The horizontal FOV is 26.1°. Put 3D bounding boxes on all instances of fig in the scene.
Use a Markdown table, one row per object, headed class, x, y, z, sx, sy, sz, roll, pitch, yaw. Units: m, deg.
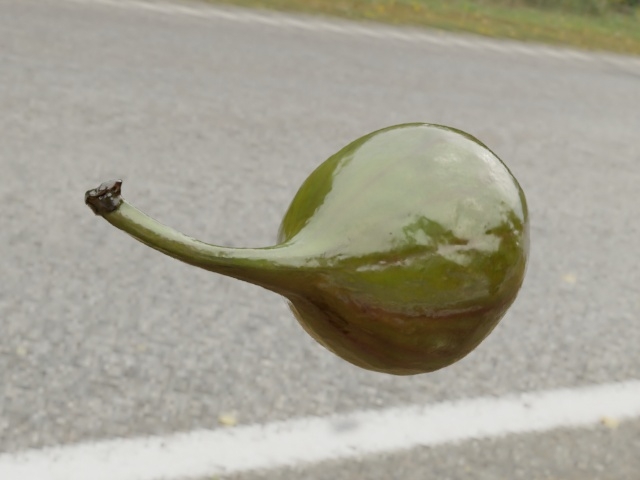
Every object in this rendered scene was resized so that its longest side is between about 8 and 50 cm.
| class | x | y | z | sx | sy | sz | roll | pitch | yaw |
| --- | --- | --- | --- | --- | --- | --- | --- | --- | --- |
| fig | 0.000 | 0.000 | 0.637 | 0.236 | 0.124 | 0.124 | 5 | 18 | -44 |
